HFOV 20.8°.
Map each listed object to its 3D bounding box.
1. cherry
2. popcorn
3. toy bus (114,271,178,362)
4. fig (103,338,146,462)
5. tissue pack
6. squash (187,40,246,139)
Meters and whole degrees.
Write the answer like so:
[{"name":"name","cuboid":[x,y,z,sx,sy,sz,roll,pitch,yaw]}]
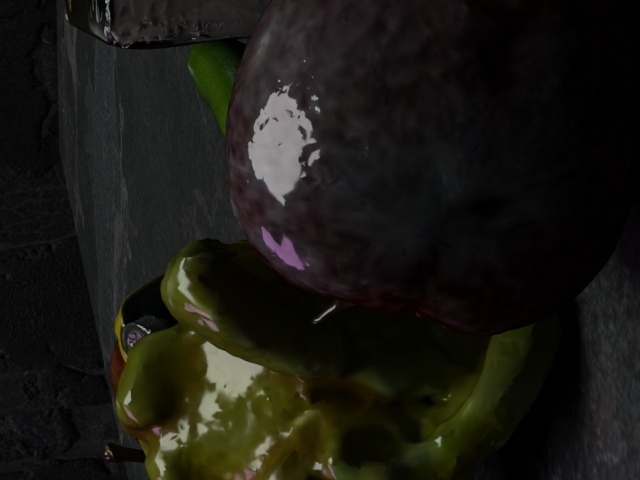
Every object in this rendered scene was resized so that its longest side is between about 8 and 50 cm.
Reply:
[{"name":"cherry","cuboid":[0.069,-0.075,0.961,0.203,0.230,0.300,-72,0,-66]},{"name":"popcorn","cuboid":[0.021,0.100,1.199,0.321,0.325,0.290,-31,-65,-59]},{"name":"toy bus","cuboid":[-0.038,0.172,1.432,0.330,0.144,0.152,51,144,17]},{"name":"fig","cuboid":[-0.157,0.200,2.069,0.249,0.186,0.204,-95,3,-46]},{"name":"tissue pack","cuboid":[-0.157,-0.312,1.816,0.370,0.210,0.198,-142,44,-72]},{"name":"squash","cuboid":[-0.083,-0.156,1.842,0.292,0.082,0.082,-121,27,-61]}]
